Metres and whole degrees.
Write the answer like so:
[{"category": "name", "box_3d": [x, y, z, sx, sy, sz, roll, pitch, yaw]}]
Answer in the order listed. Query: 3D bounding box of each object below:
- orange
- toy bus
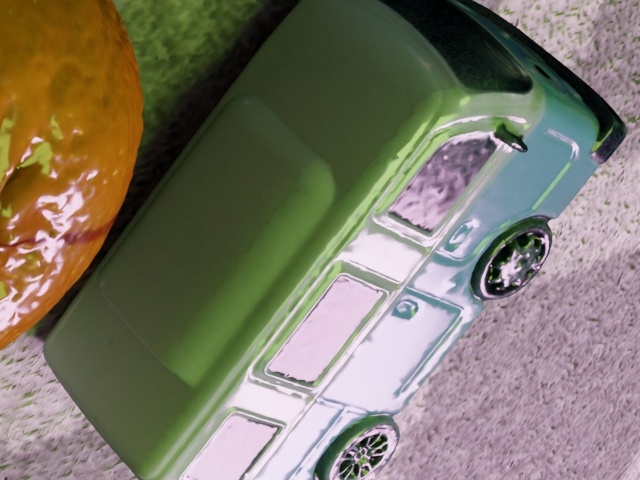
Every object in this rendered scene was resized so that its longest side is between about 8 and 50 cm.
[{"category": "orange", "box_3d": [-0.149, -0.035, 0.546, 0.193, 0.161, 0.193, -33, 151, -21]}, {"category": "toy bus", "box_3d": [0.000, 0.000, 0.806, 0.271, 0.133, 0.165, -52, 145, 11]}]
